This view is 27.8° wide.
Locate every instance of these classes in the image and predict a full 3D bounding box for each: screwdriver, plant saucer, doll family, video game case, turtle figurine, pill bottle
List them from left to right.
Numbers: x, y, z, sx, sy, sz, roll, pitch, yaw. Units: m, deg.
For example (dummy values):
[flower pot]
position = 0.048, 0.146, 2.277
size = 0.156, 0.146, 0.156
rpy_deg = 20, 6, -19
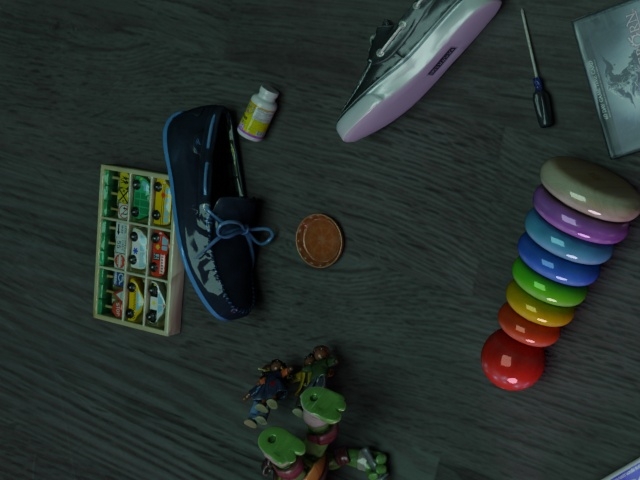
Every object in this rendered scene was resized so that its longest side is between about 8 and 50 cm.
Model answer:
[pill bottle]
position = -0.095, -0.198, 2.007
size = 0.043, 0.043, 0.083
rpy_deg = 36, 112, 24
[doll family]
position = -0.048, 0.219, 1.989
size = 0.193, 0.076, 0.111
rpy_deg = -12, 45, 23
[plant saucer]
position = 0.000, 0.000, 1.987
size = 0.083, 0.013, 0.083
rpy_deg = 4, 98, 31
[turtle figurine]
position = 0.015, 0.360, 1.895
size = 0.198, 0.266, 0.274
rpy_deg = -15, 50, -3
[screwdriver]
position = 0.292, -0.236, 1.772
size = 0.024, 0.025, 0.170
rpy_deg = -15, 88, 32
[video game case]
position = 0.474, -0.235, 1.658
size = 0.274, 0.026, 0.196
rpy_deg = -17, 86, 32

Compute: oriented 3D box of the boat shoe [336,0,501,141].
[boat shoe]
position = 0.117, -0.268, 1.831
size = 0.301, 0.108, 0.102
rpy_deg = -46, 71, 25

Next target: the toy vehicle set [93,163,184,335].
[toy vehicle set]
position = -0.301, 0.013, 2.165
size = 0.166, 0.035, 0.267
rpy_deg = 9, 100, 31

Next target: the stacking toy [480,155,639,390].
[stacking toy]
position = 0.302, 0.060, 1.739
size = 0.141, 0.141, 0.330
rpy_deg = 32, 115, 25

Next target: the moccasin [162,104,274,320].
[moccasin]
position = -0.159, -0.048, 2.011
size = 0.117, 0.138, 0.342
rpy_deg = -18, 86, 28

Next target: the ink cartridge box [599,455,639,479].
[ink cartridge box]
position = 0.427, 0.416, 1.743
size = 0.206, 0.045, 0.208
rpy_deg = -38, 74, 29
